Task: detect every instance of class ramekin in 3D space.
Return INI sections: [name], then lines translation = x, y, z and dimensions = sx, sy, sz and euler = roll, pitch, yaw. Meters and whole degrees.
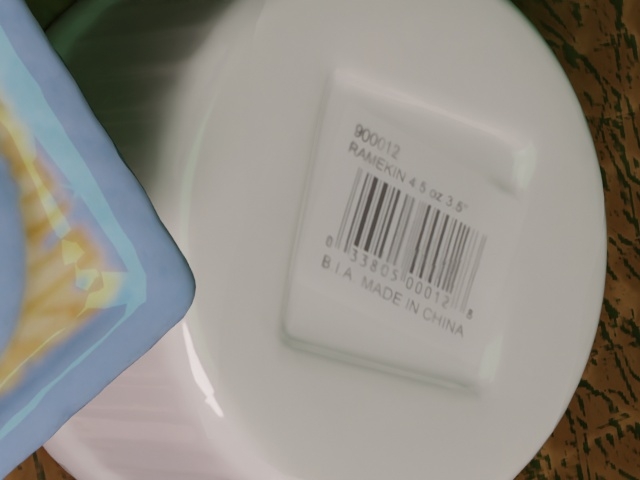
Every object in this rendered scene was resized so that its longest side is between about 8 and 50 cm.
[ramekin]
translation = 0.000, 0.000, 0.668
dimensions = 0.277, 0.135, 0.277
euler = 1, 89, -36

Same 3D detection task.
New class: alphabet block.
[alphabet block]
translation = -0.195, 0.000, 0.485
dimensions = 0.193, 0.197, 0.192
euler = -40, 113, -30
